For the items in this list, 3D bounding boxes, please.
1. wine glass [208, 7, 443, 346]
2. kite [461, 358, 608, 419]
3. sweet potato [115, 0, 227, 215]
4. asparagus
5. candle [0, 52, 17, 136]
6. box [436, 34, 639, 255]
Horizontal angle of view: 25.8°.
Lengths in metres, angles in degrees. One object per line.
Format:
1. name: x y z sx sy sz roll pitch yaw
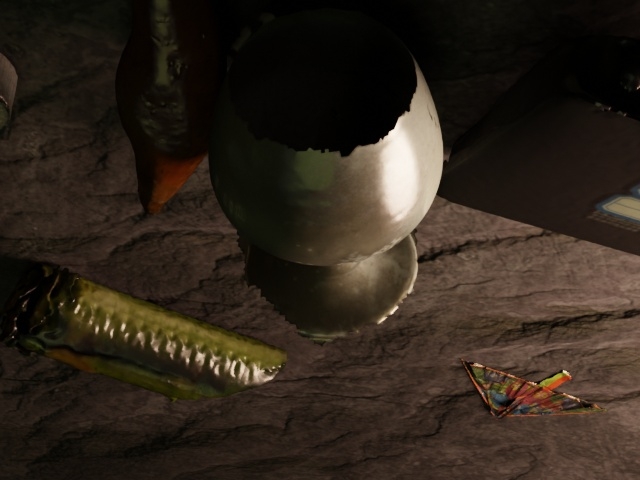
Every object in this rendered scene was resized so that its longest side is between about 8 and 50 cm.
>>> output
1. wine glass: 0.005 -0.064 1.366 0.238 0.238 0.323 7 146 4
2. kite: 0.283 0.216 1.952 0.241 0.014 0.183 24 145 -21
3. sweet potato: -0.144 -0.162 1.353 0.112 0.112 0.359 10 132 -2
4. asparagus: -0.234 0.140 1.868 0.382 0.128 0.108 21 -177 -21
5. candle: -0.413 -0.177 1.437 0.168 0.068 0.192 -7 144 19
6. box: 0.320 -0.069 1.353 0.359 0.091 0.350 16 162 -13
